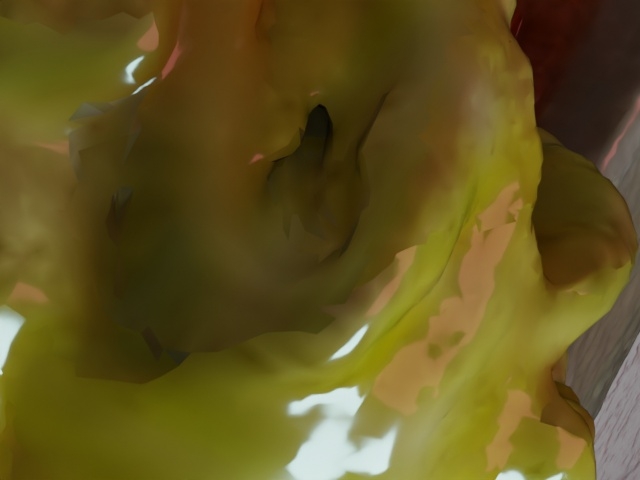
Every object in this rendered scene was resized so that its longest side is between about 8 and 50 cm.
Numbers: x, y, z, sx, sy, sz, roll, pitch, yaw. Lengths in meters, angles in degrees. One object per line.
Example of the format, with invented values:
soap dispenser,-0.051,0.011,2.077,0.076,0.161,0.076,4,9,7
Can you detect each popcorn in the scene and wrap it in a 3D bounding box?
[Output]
popcorn,-0.087,0.011,0.485,0.297,0.316,0.281,-65,177,27

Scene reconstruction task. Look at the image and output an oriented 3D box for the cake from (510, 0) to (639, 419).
cake,0.000,0.000,0.768,0.309,0.237,0.230,-59,161,-5
